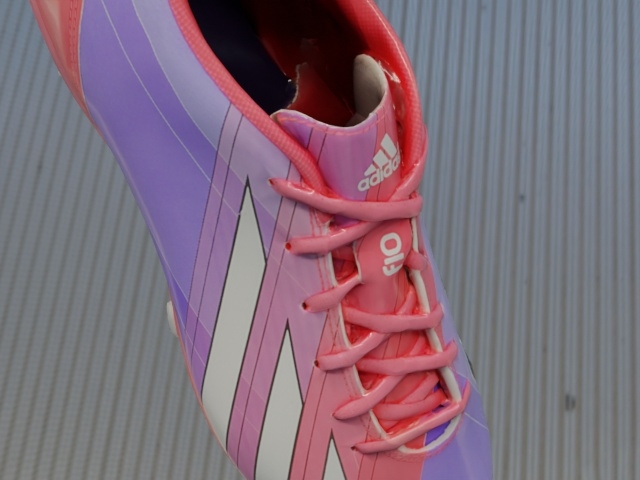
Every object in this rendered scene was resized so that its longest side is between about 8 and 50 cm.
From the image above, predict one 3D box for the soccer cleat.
[{"bbox_3d":[0.000,0.000,0.354,0.083,0.248,0.095,-39,26,-30],"label":"soccer cleat"}]
